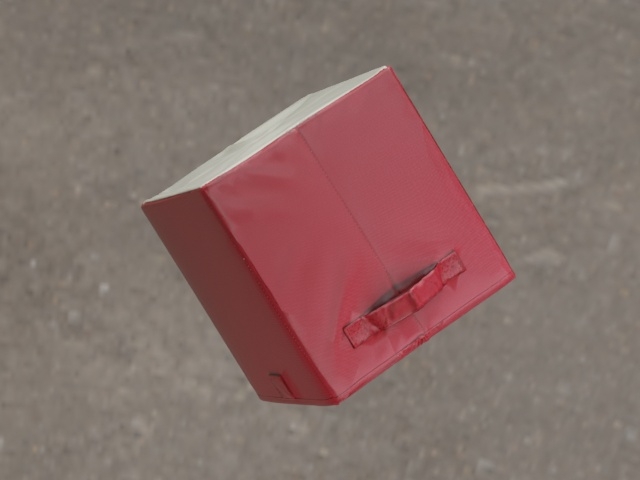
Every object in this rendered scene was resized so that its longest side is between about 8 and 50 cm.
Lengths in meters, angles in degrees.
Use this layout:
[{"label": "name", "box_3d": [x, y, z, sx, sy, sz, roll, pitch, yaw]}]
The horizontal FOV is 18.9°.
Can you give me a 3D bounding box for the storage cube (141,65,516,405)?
[{"label": "storage cube", "box_3d": [0.000, 0.000, 1.502, 0.184, 0.215, 0.193, -34, 99, -18]}]
